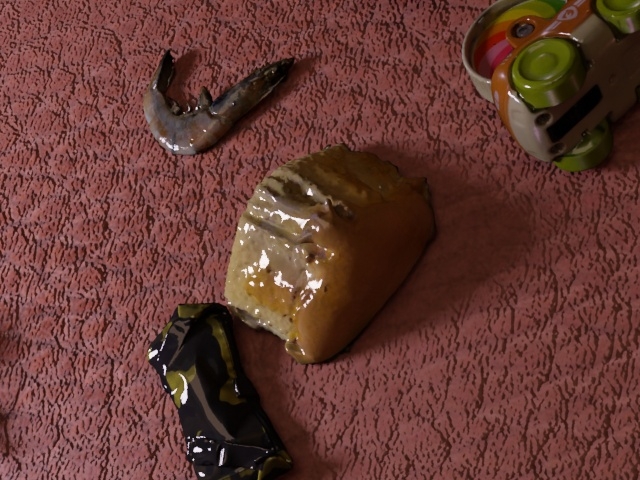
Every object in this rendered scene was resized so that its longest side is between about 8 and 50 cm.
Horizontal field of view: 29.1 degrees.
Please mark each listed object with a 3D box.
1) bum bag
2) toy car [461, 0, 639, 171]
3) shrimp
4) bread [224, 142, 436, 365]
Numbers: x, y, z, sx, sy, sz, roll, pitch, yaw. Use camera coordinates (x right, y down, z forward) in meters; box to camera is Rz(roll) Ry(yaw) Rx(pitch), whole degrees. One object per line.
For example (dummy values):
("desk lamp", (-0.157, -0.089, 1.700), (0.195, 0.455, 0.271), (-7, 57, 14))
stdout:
("bum bag", (-0.115, 0.168, 1.334), (0.107, 0.060, 0.232), (-26, 64, -2))
("toy car", (0.261, -0.213, 1.359), (0.235, 0.145, 0.235), (-16, 48, 19))
("shrimp", (-0.136, -0.197, 1.521), (0.195, 0.035, 0.148), (-38, 59, 0))
("bread", (0.001, -0.008, 1.336), (0.174, 0.133, 0.251), (32, 80, 28))
